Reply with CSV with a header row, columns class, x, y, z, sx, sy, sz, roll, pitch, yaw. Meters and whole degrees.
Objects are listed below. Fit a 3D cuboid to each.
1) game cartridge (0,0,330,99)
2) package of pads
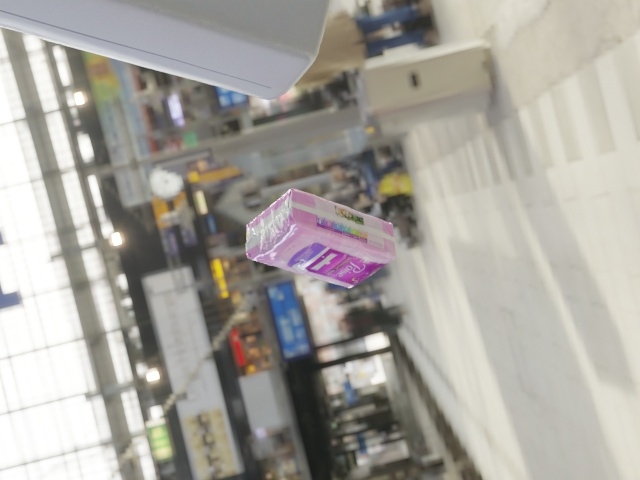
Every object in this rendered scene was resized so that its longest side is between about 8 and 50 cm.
class,x,y,z,sx,sy,sz,roll,pitch,yaw
game cartridge,-0.085,-0.201,0.573,0.060,0.196,0.294,-41,48,48
package of pads,0.000,0.000,0.825,0.083,0.050,0.032,18,-127,-34
